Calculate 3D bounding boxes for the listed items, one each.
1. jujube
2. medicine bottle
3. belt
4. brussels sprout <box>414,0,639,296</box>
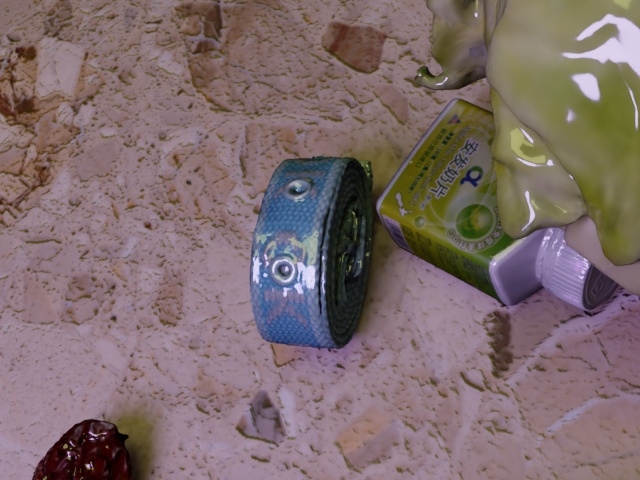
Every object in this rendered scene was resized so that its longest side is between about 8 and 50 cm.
[{"bbox_3d":[-0.205,0.232,0.908,0.104,0.104,0.166,-1,51,21],"label":"jujube"},{"bbox_3d":[0.160,-0.022,0.909,0.188,0.088,0.132,29,75,32],"label":"medicine bottle"},{"bbox_3d":[-0.001,0.008,0.926,0.082,0.147,0.163,1,91,18],"label":"belt"},{"bbox_3d":[0.294,-0.151,0.719,0.425,0.342,0.361,37,120,11],"label":"brussels sprout"}]
